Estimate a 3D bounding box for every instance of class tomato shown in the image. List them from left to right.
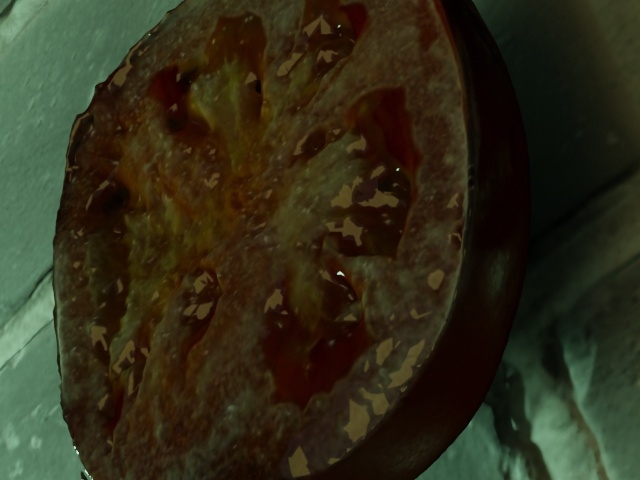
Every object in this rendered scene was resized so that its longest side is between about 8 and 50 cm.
[{"bbox_3d":[0.004,0.005,1.012,0.338,0.143,0.338,-19,62,40],"label":"tomato"}]
